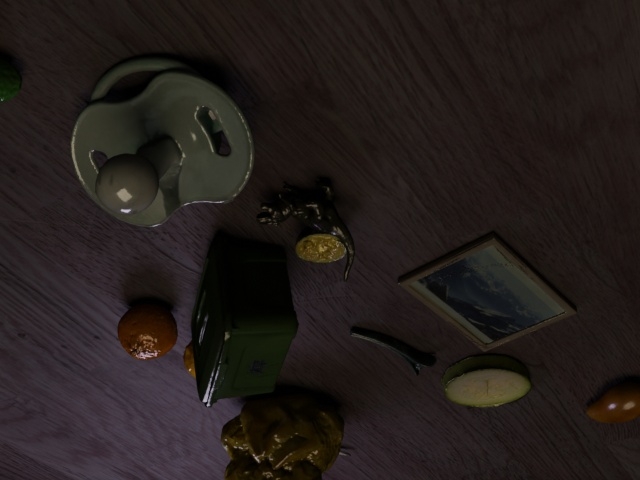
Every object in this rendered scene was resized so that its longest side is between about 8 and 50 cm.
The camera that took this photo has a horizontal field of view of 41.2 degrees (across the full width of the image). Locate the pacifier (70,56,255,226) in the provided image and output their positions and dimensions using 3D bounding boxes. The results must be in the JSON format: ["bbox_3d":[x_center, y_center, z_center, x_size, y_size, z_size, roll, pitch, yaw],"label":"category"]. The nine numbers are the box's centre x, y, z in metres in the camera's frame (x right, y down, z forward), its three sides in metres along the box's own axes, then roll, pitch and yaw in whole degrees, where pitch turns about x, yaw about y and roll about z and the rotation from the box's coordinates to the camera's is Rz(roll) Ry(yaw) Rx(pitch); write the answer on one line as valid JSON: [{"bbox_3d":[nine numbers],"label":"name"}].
[{"bbox_3d":[-0.288,-0.141,1.400,0.343,0.269,0.288,-21,110,20],"label":"pacifier"}]

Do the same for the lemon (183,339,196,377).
[{"bbox_3d":[-0.251,0.280,1.996,0.155,0.114,0.114,28,133,-27],"label":"lemon"}]

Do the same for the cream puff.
[{"bbox_3d":[-0.094,0.539,2.172,0.323,0.270,0.274,-4,130,-1],"label":"cream puff"}]

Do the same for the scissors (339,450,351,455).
[{"bbox_3d":[-0.050,0.567,2.393,0.300,0.022,0.109,17,138,-16],"label":"scissors"}]

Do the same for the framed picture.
[{"bbox_3d":[0.365,0.121,1.852,0.247,0.022,0.335,-29,130,31],"label":"framed picture"}]

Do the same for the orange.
[{"bbox_3d":[-0.389,0.209,1.917,0.135,0.117,0.135,4,146,2],"label":"orange"}]

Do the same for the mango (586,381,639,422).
[{"bbox_3d":[0.745,0.415,2.133,0.102,0.085,0.184,16,143,-15],"label":"mango"}]

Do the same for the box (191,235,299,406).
[{"bbox_3d":[-0.163,0.172,1.780,0.178,0.252,0.328,1,142,-19],"label":"box"}]

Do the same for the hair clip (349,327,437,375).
[{"bbox_3d":[0.168,0.251,2.009,0.229,0.039,0.070,31,131,-23],"label":"hair clip"}]

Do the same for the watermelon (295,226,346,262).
[{"bbox_3d":[0.000,0.000,1.694,0.105,0.062,0.105,-2,147,-1],"label":"watermelon"}]

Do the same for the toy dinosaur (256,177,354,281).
[{"bbox_3d":[-0.019,-0.026,1.633,0.187,0.087,0.179,10,132,23],"label":"toy dinosaur"}]

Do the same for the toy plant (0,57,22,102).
[{"bbox_3d":[-0.707,-0.232,1.353,0.356,0.210,0.317,-36,126,20],"label":"toy plant"}]

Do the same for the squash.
[{"bbox_3d":[0.411,0.353,2.115,0.219,0.041,0.219,0,144,0],"label":"squash"}]
